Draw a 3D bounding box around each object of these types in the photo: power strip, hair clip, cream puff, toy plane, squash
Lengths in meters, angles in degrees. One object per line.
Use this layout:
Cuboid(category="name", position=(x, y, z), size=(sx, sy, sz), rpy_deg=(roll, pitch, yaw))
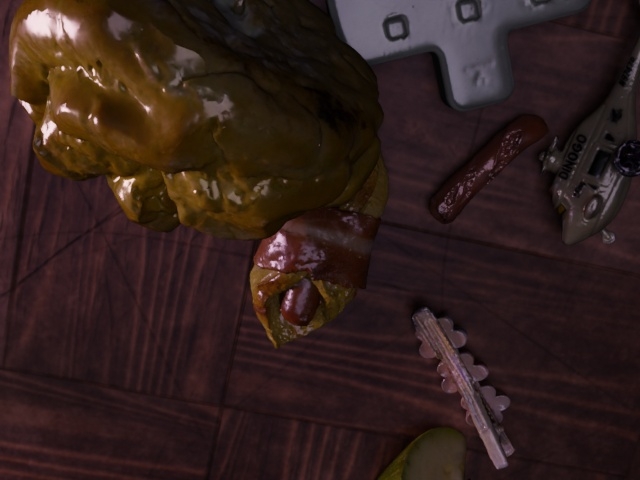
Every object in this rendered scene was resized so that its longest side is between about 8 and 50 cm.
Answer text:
Cuboid(category="power strip", position=(0.143, -0.230, 0.820), size=(0.265, 0.059, 0.193), rpy_deg=(-14, 104, -1))
Cuboid(category="hair clip", position=(0.167, 0.160, 0.925), size=(0.062, 0.056, 0.214), rpy_deg=(-27, 96, 20))
Cuboid(category="cream puff", position=(-0.123, -0.114, 0.731), size=(0.324, 0.291, 0.257), rpy_deg=(26, 128, -28))
Cuboid(category="toy plane", position=(0.306, -0.129, 0.848), size=(0.108, 0.092, 0.286), rpy_deg=(24, 104, 16))
Cuboid(category="squash", position=(0.086, 0.352, 0.981), size=(0.093, 0.169, 0.252), rpy_deg=(21, 135, -5))

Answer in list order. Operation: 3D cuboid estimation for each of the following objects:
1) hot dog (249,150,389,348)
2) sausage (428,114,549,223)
Cuboid(category="hot dog", position=(-0.003, 0.001, 0.850), size=(0.123, 0.093, 0.261), rpy_deg=(12, 103, -7))
Cuboid(category="sausage", position=(0.179, -0.080, 0.873), size=(0.158, 0.042, 0.036), rpy_deg=(-42, 65, 5))
